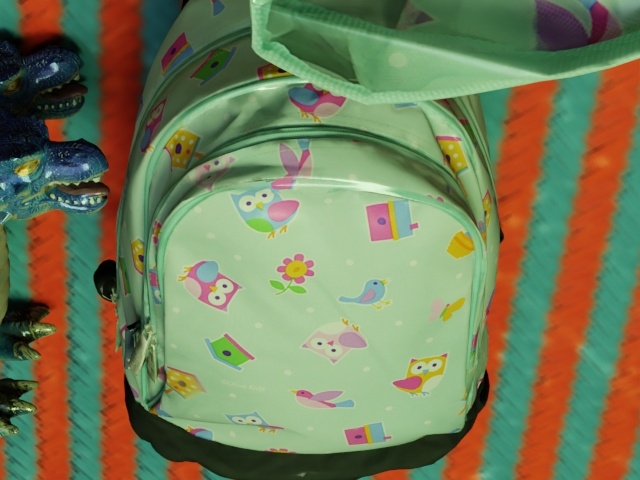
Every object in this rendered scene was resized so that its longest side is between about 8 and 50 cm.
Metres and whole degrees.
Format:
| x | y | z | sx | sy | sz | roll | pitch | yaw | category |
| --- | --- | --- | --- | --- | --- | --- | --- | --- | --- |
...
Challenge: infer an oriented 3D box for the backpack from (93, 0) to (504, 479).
| x | y | z | sx | sy | sz | roll | pitch | yaw | category |
| --- | --- | --- | --- | --- | --- | --- | --- | --- | --- |
| 0.000 | 0.000 | 0.632 | 0.152 | 0.115 | 0.182 | -4 | 137 | -7 | backpack |

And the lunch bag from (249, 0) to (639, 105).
| x | y | z | sx | sy | sz | roll | pitch | yaw | category |
| --- | --- | --- | --- | --- | --- | --- | --- | --- | --- |
| 0.098 | -0.158 | 0.418 | 0.160 | 0.223 | 0.262 | 44 | 127 | -17 | lunch bag |

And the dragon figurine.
| x | y | z | sx | sy | sz | roll | pitch | yaw | category |
| --- | --- | --- | --- | --- | --- | --- | --- | --- | --- |
| -0.195 | 0.013 | 0.719 | 0.289 | 0.085 | 0.144 | -12 | 125 | 16 | dragon figurine |
